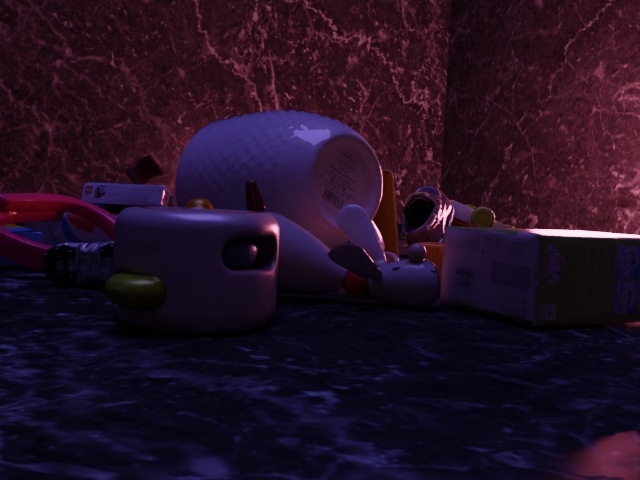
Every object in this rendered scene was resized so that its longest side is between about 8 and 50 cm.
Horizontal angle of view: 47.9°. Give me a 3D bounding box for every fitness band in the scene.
[{"bbox_3d":[-0.460,-0.011,1.286,0.209,0.054,0.291,34,17,18],"label":"fitness band"}]

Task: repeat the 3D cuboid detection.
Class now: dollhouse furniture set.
[{"bbox_3d":[-0.341,-0.115,1.889,0.374,0.201,0.152,15,-5,-37],"label":"dollhouse furniture set"}]

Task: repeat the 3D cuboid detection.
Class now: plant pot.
[{"bbox_3d":[0.034,-0.040,1.634,0.212,0.212,0.187,1,-9,-27],"label":"plant pot"}]

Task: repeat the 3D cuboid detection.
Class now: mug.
[{"bbox_3d":[-0.031,-0.069,1.316,0.328,0.276,0.374,2,-35,50],"label":"mug"}]

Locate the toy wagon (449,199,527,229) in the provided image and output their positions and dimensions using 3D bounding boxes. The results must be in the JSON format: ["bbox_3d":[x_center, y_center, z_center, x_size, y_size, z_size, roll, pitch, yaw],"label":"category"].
[{"bbox_3d":[0.480,-0.011,1.842,0.344,0.068,0.267,28,5,2],"label":"toy wagon"}]

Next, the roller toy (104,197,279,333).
[{"bbox_3d":[-0.146,0.023,0.850,0.191,0.146,0.209,2,3,-9],"label":"roller toy"}]

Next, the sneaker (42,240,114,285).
[{"bbox_3d":[-0.298,0.034,1.086,0.234,0.078,0.106,2,6,27],"label":"sneaker"}]

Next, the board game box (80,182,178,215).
[{"bbox_3d":[-0.392,-0.051,1.678,0.193,0.053,0.305,3,-18,15],"label":"board game box"}]

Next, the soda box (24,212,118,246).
[{"bbox_3d":[-0.495,-0.014,1.562,0.286,0.091,0.098,4,4,17],"label":"soda box"}]

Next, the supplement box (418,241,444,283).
[{"bbox_3d":[0.294,0.047,1.316,0.233,0.080,0.078,2,1,22],"label":"supplement box"}]

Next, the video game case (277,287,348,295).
[{"bbox_3d":[-0.053,0.063,1.222,0.227,0.026,0.206,4,4,0],"label":"video game case"}]

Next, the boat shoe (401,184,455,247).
[{"bbox_3d":[0.249,-0.060,1.714,0.116,0.097,0.324,-23,25,22],"label":"boat shoe"}]

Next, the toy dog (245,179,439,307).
[{"bbox_3d":[0.000,0.000,1.044,0.333,0.161,0.220,0,20,-12],"label":"toy dog"}]

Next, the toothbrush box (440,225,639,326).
[{"bbox_3d":[0.347,0.045,1.037,0.283,0.122,0.206,0,4,-27],"label":"toothbrush box"}]

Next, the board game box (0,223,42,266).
[{"bbox_3d":[-0.692,0.003,1.376,0.242,0.064,0.316,0,5,-35],"label":"board game box"}]
